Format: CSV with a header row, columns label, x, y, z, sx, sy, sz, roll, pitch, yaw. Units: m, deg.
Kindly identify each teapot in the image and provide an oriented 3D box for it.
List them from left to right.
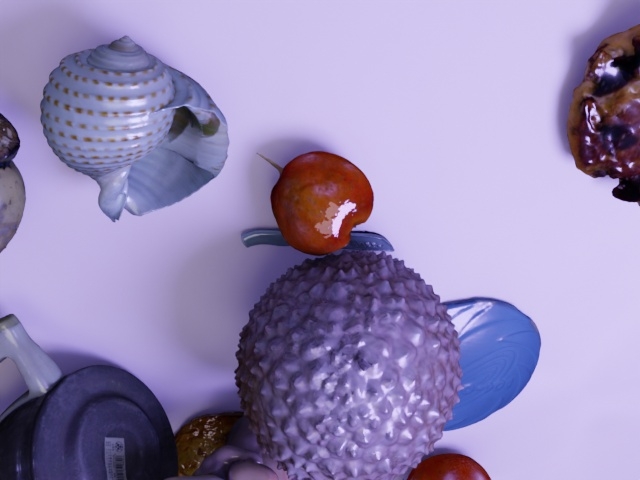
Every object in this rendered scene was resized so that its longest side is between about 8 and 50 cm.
label,x,y,z,sx,sy,sz,roll,pitch,yaw
teapot,-0.373,0.289,0.793,0.239,0.240,0.322,-24,131,21

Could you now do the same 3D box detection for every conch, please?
label,x,y,z,sx,sy,sz,roll,pitch,yaw
conch,-0.194,-0.119,0.619,0.172,0.131,0.200,-14,159,-33

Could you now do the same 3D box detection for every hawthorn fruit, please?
label,x,y,z,sx,sy,sz,roll,pitch,yaw
hawthorn fruit,0.000,-0.050,0.718,0.125,0.140,0.125,-27,155,-14

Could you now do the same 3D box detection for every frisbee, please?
label,x,y,z,sx,sy,sz,roll,pitch,yaw
frisbee,0.221,0.218,0.971,0.289,0.049,0.290,-6,124,-8

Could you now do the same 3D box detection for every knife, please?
label,x,y,z,sx,sy,sz,roll,pitch,yaw
knife,0.000,-0.001,0.804,0.210,0.015,0.028,1,116,-13

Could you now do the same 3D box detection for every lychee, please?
label,x,y,z,sx,sy,sz,roll,pitch,yaw
lychee,0.029,0.143,0.739,0.299,0.300,0.300,-5,124,-8

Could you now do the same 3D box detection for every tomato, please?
label,x,y,z,sx,sy,sz,roll,pitch,yaw
tomato,0.231,0.456,1.076,0.167,0.167,0.167,-5,124,-8

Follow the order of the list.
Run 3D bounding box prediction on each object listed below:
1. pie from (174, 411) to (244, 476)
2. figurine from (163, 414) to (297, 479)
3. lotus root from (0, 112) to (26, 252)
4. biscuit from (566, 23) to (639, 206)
label,x,y,z,sx,sy,sz,roll,pitch,yaw
pie,-0.193,0.329,0.973,0.088,0.033,0.191,33,109,-20
figurine,-0.094,0.352,0.842,0.380,0.203,0.249,10,84,-57
lotus root,-0.434,-0.014,0.631,0.309,0.173,0.173,-36,123,22
biscuit,0.465,-0.145,0.703,0.333,0.081,0.290,8,135,19
